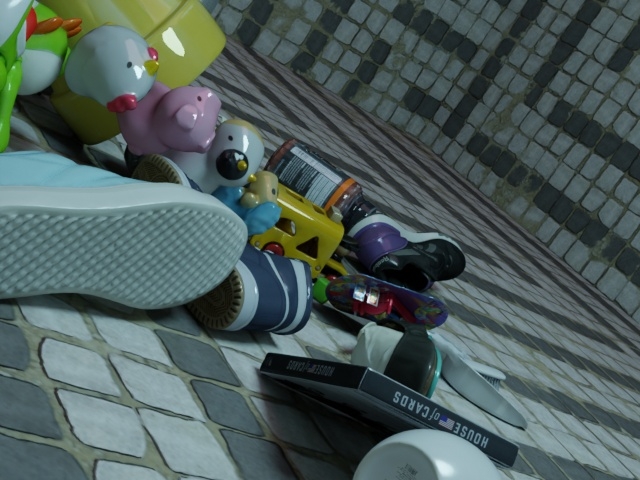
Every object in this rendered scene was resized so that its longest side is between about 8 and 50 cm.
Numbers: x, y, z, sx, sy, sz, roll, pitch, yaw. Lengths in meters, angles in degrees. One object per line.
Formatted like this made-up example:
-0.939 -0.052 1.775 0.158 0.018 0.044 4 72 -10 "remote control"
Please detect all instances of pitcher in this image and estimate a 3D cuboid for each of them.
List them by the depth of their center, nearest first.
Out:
0.094 0.230 0.991 0.178 0.125 0.207 25 -6 38 "pitcher"

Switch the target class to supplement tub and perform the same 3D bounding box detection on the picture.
0.000 -0.084 1.939 0.198 0.106 0.106 36 13 10 "supplement tub"

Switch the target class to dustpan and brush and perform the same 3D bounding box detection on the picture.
0.203 0.178 1.552 0.211 0.060 0.147 24 15 -36 "dustpan and brush"

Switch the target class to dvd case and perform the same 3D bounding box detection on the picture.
0.060 0.164 1.097 0.179 0.029 0.239 29 -14 -21 "dvd case"

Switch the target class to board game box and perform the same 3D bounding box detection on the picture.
0.084 0.100 1.493 0.169 0.033 0.133 19 -27 -8 "board game box"

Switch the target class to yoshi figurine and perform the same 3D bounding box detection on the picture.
-0.409 -0.202 1.254 0.203 0.203 0.362 15 9 8 "yoshi figurine"

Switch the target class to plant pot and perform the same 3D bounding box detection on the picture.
-0.296 -0.298 1.513 0.239 0.254 0.254 54 5 -21 "plant pot"

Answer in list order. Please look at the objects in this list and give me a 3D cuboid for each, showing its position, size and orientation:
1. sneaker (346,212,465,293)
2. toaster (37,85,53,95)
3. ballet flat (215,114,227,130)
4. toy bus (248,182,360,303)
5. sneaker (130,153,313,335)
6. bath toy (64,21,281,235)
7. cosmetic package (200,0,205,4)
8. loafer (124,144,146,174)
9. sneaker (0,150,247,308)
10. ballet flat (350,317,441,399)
0.163 0.052 1.904 0.283 0.107 0.124 15 37 -45 "sneaker"
-0.464 -0.314 1.639 0.168 0.110 0.185 25 15 -38 "toaster"
-0.170 -0.166 1.883 0.231 0.077 0.077 42 14 33 "ballet flat"
-0.009 -0.004 1.610 0.191 0.104 0.202 40 14 25 "toy bus"
-0.115 0.010 1.303 0.153 0.099 0.282 14 29 -46 "sneaker"
-0.176 -0.134 1.397 0.348 0.151 0.129 48 7 -47 "bath toy"
-0.357 -0.459 1.947 0.327 0.329 0.393 31 12 -6 "cosmetic package"
-0.199 -0.094 1.578 0.220 0.080 0.078 28 3 -44 "loafer"
-0.226 -0.029 1.055 0.366 0.135 0.150 9 30 -51 "sneaker"
0.086 0.145 1.349 0.096 0.095 0.280 24 2 1 "ballet flat"
